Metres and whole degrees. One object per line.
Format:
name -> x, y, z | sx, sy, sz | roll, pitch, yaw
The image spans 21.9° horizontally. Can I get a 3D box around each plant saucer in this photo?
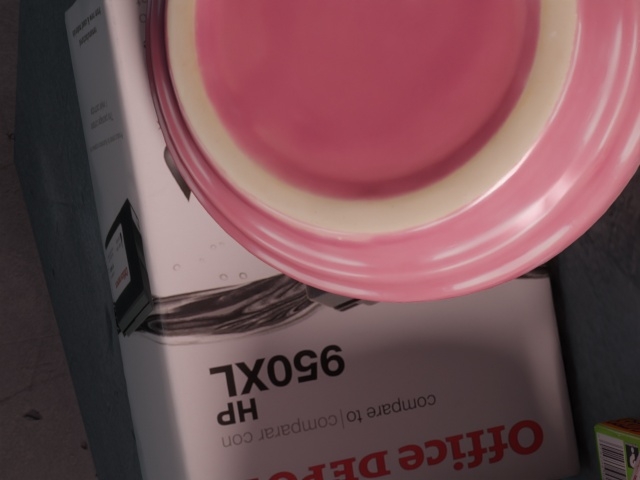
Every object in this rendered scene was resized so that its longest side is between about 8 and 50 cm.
plant saucer -> 0.038, -0.127, 0.968 | 0.084, 0.332, 0.332 | -6, -95, -68

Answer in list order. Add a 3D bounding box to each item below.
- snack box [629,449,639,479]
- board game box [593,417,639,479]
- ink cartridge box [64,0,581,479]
snack box -> 0.216, 0.089, 0.923 | 0.064, 0.022, 0.178 | -132, 52, -60
board game box -> 0.225, 0.246, 1.023 | 0.124, 0.039, 0.259 | -174, 77, -72
ink cartridge box -> 0.000, 0.000, 1.175 | 0.166, 0.285, 0.395 | 173, 87, -73
